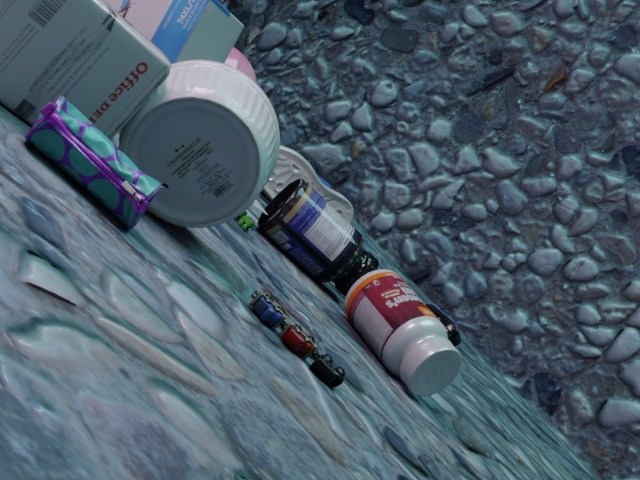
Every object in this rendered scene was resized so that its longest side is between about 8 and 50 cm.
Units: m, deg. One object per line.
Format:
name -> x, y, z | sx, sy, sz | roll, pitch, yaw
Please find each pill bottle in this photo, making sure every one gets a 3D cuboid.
pill bottle -> 0.140, 0.156, 1.579 | 0.121, 0.121, 0.221 | 38, 8, -44
pill bottle -> 0.000, 0.000, 1.714 | 0.219, 0.123, 0.123 | 43, 6, -14

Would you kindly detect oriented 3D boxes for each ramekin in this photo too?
ramekin -> -0.154, -0.114, 1.154 | 0.207, 0.207, 0.109 | 42, 15, -17

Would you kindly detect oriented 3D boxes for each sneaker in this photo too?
sneaker -> -0.081, -0.146, 2.252 | 0.323, 0.130, 0.236 | 34, 1, -33

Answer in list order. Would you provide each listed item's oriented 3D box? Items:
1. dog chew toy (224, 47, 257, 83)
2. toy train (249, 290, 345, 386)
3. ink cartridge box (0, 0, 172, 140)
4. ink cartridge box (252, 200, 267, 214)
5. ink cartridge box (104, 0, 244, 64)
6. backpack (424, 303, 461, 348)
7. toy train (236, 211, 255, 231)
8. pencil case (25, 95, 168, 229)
dog chew toy -> -0.295, -0.353, 1.899 | 0.332, 0.206, 0.206 | 31, 11, -26
toy train -> -0.031, 0.123, 1.151 | 0.158, 0.027, 0.036 | 45, 17, 3
ink cartridge box -> -0.303, -0.218, 1.049 | 0.218, 0.158, 0.092 | 40, 7, -35
ink cartridge box -> -0.211, -0.136, 1.636 | 0.232, 0.066, 0.189 | 57, 11, 28
ink cartridge box -> -0.321, -0.390, 1.672 | 0.270, 0.197, 0.198 | 31, 4, 10
backpack -> 0.233, 0.201, 1.985 | 0.114, 0.105, 0.084 | 49, -14, 44
toy train -> -0.140, -0.047, 1.587 | 0.083, 0.023, 0.017 | 48, 8, 33
pencil case -> -0.241, -0.084, 0.994 | 0.152, 0.064, 0.070 | 42, -13, -12
